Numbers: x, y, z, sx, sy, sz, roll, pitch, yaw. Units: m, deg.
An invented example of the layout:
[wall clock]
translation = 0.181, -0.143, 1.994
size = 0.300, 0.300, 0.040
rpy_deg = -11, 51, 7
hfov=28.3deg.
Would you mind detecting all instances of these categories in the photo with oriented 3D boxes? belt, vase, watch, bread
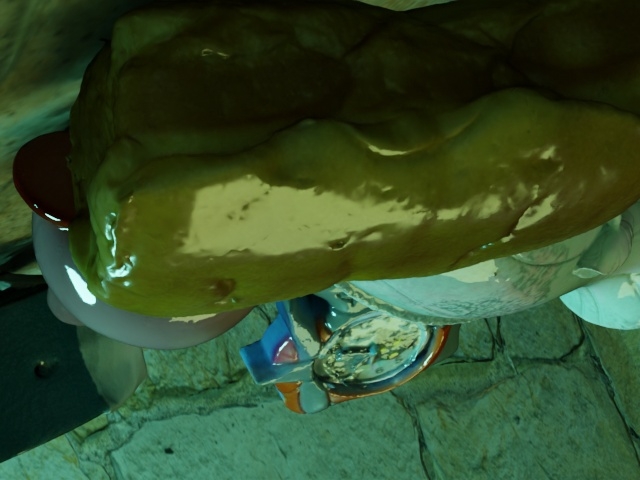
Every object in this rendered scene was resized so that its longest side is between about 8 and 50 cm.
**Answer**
[belt]
translation = -0.388, 0.154, 1.254
size = 0.437, 0.173, 0.300
rpy_deg = -25, -171, -21
[vase]
translation = 0.183, -0.030, 1.170
size = 0.250, 0.250, 0.445
rpy_deg = -26, 155, 36
[watch]
translation = 0.000, 0.000, 1.354
size = 0.241, 0.274, 0.305
rpy_deg = -21, 135, -1
[bread]
translation = 0.033, -0.051, 0.698
size = 0.344, 0.148, 0.195
rpy_deg = -8, 173, -22

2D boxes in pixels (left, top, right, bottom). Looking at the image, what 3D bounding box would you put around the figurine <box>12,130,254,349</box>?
[figurine]
translation = -0.104, -0.008, 0.840
size = 0.173, 0.173, 0.173
rpy_deg = -24, 177, -1
